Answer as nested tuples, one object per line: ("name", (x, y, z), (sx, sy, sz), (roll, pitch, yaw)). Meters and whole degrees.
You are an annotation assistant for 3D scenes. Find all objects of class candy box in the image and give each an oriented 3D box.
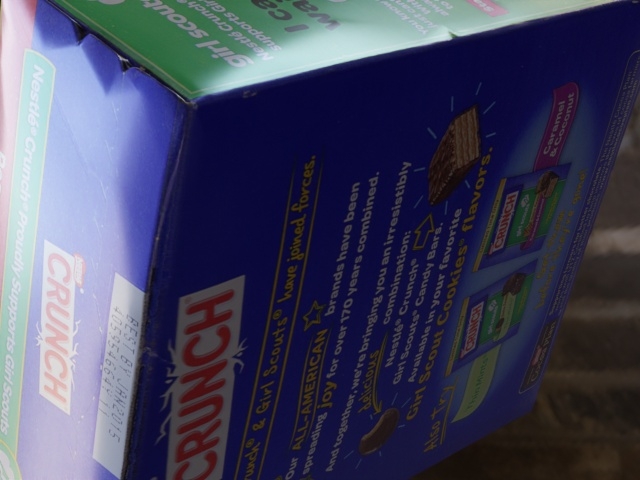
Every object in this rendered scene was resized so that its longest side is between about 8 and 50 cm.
("candy box", (0.000, 0.000, 0.697), (0.122, 0.268, 0.317), (33, 35, 31))
